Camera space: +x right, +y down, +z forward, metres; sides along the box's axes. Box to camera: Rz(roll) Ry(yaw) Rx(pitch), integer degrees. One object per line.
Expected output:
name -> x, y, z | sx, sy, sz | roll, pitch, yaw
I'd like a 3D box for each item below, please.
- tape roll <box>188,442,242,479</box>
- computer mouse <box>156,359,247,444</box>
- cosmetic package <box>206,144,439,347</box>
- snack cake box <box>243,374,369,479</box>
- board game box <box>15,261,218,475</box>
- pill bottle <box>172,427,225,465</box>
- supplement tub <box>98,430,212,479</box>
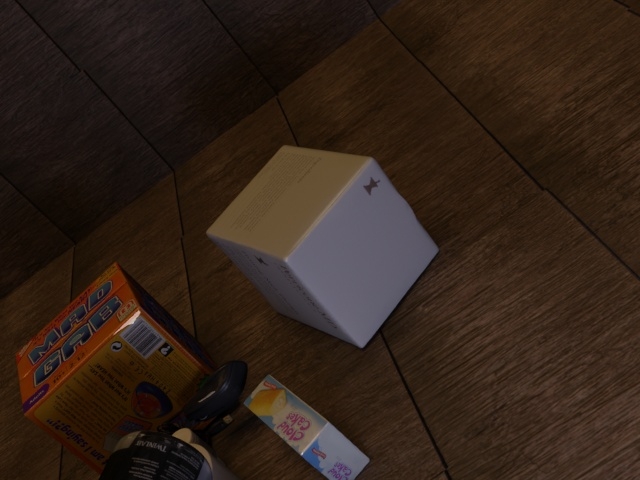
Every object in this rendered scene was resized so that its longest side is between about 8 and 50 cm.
tape roll -> -0.277, 0.579, 1.807 | 0.246, 0.169, 0.246 | -27, 33, 19
computer mouse -> -0.239, 0.399, 1.994 | 0.262, 0.184, 0.060 | -44, 53, 4
cosmetic package -> 0.000, 0.000, 2.088 | 0.327, 0.329, 0.393 | -49, 32, -17
snack cake box -> -0.034, 0.400, 1.789 | 0.089, 0.152, 0.264 | -48, 31, -12
board game box -> -0.498, 0.340, 2.142 | 0.356, 0.356, 0.356 | -43, 27, -6
pill bottle -> -0.284, 0.498, 1.946 | 0.078, 0.137, 0.078 | -28, 33, 20
supplement tub -> -0.340, 0.536, 1.545 | 0.207, 0.207, 0.338 | -19, 32, 31
